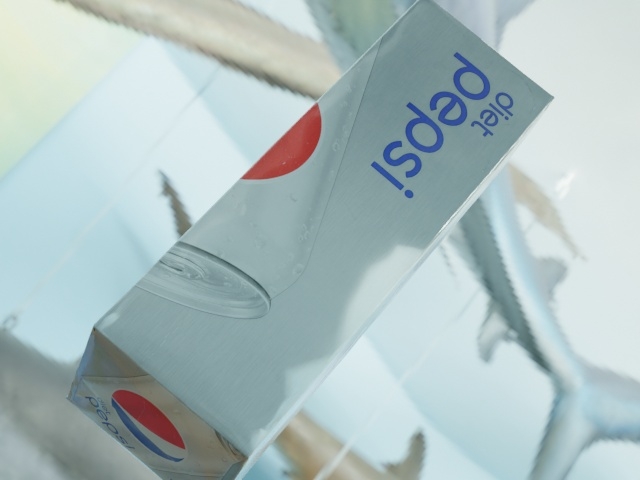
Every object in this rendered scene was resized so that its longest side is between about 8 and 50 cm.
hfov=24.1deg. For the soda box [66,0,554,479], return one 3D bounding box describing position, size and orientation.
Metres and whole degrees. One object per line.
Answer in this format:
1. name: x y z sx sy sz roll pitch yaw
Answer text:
1. soda box: 0.000 0.000 0.779 0.098 0.286 0.091 40 -32 5
